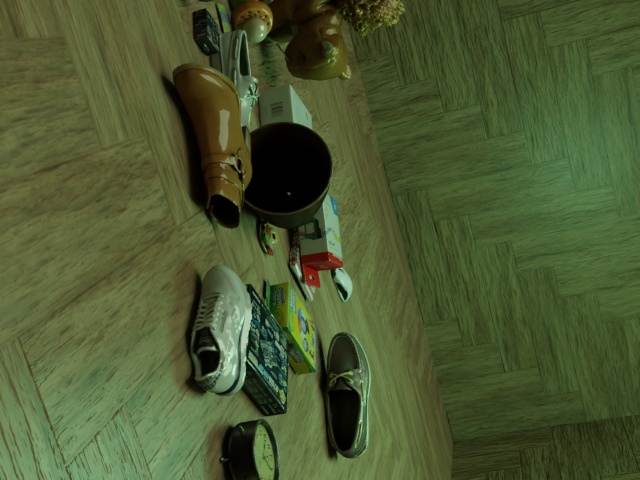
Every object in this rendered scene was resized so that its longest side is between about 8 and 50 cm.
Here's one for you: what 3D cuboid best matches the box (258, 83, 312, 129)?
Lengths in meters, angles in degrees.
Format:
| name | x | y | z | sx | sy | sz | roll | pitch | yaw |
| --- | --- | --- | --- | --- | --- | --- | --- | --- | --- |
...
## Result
| name | x | y | z | sx | sy | sz | roll | pitch | yaw |
| --- | --- | --- | --- | --- | --- | --- | --- | --- | --- |
| box | -0.086 | -0.298 | 2.056 | 0.170 | 0.091 | 0.130 | 49 | 31 | -62 |

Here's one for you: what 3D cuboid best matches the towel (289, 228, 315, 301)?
| name | x | y | z | sx | sy | sz | roll | pitch | yaw |
| --- | --- | --- | --- | --- | --- | --- | --- | --- | --- |
| towel | -0.044 | 0.046 | 2.069 | 0.197 | 0.029 | 0.144 | -83 | 156 | -45 |

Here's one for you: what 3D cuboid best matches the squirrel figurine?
| name | x | y | z | sx | sy | sz | roll | pitch | yaw |
| --- | --- | --- | --- | --- | --- | --- | --- | --- | --- |
| squirrel figurine | 0.025 | -0.627 | 2.144 | 0.281 | 0.397 | 0.370 | 53 | 19 | -69 |

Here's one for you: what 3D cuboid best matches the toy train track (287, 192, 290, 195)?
| name | x | y | z | sx | sy | sz | roll | pitch | yaw |
| --- | --- | --- | --- | --- | --- | --- | --- | --- | --- |
| toy train track | -0.095 | -0.148 | 2.033 | 0.014 | 0.048 | 0.083 | -6 | -68 | 60 |

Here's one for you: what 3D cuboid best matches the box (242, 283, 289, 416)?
| name | x | y | z | sx | sy | sz | roll | pitch | yaw |
| --- | --- | --- | --- | --- | --- | --- | --- | --- | --- |
| box | -0.122 | 0.217 | 1.561 | 0.220 | 0.051 | 0.175 | 62 | 21 | -47 |

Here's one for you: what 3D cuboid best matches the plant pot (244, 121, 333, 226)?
| name | x | y | z | sx | sy | sz | roll | pitch | yaw |
| --- | --- | --- | --- | --- | --- | --- | --- | --- | --- |
| plant pot | -0.076 | -0.114 | 1.770 | 0.230 | 0.216 | 0.215 | 82 | 1 | -69 |

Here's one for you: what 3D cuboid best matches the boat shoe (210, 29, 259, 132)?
| name | x | y | z | sx | sy | sz | roll | pitch | yaw |
| --- | --- | --- | --- | --- | --- | --- | --- | --- | --- |
| boat shoe | -0.176 | -0.332 | 1.737 | 0.096 | 0.088 | 0.267 | 35 | 45 | -70 |

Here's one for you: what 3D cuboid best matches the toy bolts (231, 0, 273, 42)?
| name | x | y | z | sx | sy | sz | roll | pitch | yaw |
| --- | --- | --- | --- | --- | --- | --- | --- | --- | --- |
| toy bolts | -0.142 | -0.598 | 1.870 | 0.228 | 0.218 | 0.158 | 53 | 14 | -44 |

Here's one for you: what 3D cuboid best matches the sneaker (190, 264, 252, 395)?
| name | x | y | z | sx | sy | sz | roll | pitch | yaw |
| --- | --- | --- | --- | --- | --- | --- | --- | --- | --- |
| sneaker | -0.177 | 0.143 | 1.356 | 0.095 | 0.090 | 0.235 | 38 | 39 | -54 |

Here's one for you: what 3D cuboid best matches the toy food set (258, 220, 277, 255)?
| name | x | y | z | sx | sy | sz | roll | pitch | yaw |
| --- | --- | --- | --- | --- | --- | --- | --- | --- | --- |
| toy food set | -0.120 | -0.005 | 1.819 | 0.083 | 0.020 | 0.082 | 62 | 21 | -48 |

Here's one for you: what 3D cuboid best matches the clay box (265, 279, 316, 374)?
| name | x | y | z | sx | sy | sz | roll | pitch | yaw |
| --- | --- | --- | --- | --- | --- | --- | --- | --- | --- |
| clay box | -0.066 | 0.192 | 1.796 | 0.222 | 0.053 | 0.127 | 64 | 19 | -46 |

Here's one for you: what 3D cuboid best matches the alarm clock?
| name | x | y | z | sx | sy | sz | roll | pitch | yaw |
| --- | --- | --- | --- | --- | --- | --- | --- | --- | --- |
| alarm clock | -0.113 | 0.390 | 1.422 | 0.192 | 0.064 | 0.129 | 40 | 40 | -64 |

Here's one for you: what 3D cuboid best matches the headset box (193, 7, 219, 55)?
| name | x | y | z | sx | sy | sz | roll | pitch | yaw |
| --- | --- | --- | --- | --- | --- | --- | --- | --- | --- |
| headset box | -0.242 | -0.439 | 1.687 | 0.062 | 0.032 | 0.083 | 48 | 34 | -62 |

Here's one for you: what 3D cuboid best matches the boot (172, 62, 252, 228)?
| name | x | y | z | sx | sy | sz | roll | pitch | yaw |
| --- | --- | --- | --- | --- | --- | --- | --- | --- | --- |
| boot | -0.207 | -0.174 | 1.503 | 0.283 | 0.109 | 0.220 | 70 | 18 | -55 |

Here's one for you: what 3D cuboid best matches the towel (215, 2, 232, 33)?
| name | x | y | z | sx | sy | sz | roll | pitch | yaw |
| --- | --- | --- | --- | --- | --- | --- | --- | --- | --- |
| towel | -0.224 | -0.512 | 1.866 | 0.060 | 0.010 | 0.083 | -26 | 103 | -75 |

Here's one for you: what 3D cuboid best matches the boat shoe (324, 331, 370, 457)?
| name | x | y | z | sx | sy | sz | roll | pitch | yaw |
| --- | --- | --- | --- | --- | --- | --- | --- | --- | --- |
| boat shoe | 0.065 | 0.387 | 2.025 | 0.097 | 0.117 | 0.324 | 49 | 38 | -69 |

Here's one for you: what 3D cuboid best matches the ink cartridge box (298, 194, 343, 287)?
| name | x | y | z | sx | sy | sz | roll | pitch | yaw |
| --- | --- | --- | --- | --- | --- | --- | --- | --- | --- |
| ink cartridge box | 0.000 | 0.000 | 2.050 | 0.134 | 0.078 | 0.230 | 26 | 56 | -70 |

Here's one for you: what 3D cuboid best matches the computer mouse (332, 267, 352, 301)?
| name | x | y | z | sx | sy | sz | roll | pitch | yaw |
| --- | --- | --- | --- | --- | --- | --- | --- | --- | --- |
| computer mouse | 0.063 | 0.103 | 2.395 | 0.106 | 0.042 | 0.193 | -86 | 158 | -51 |
